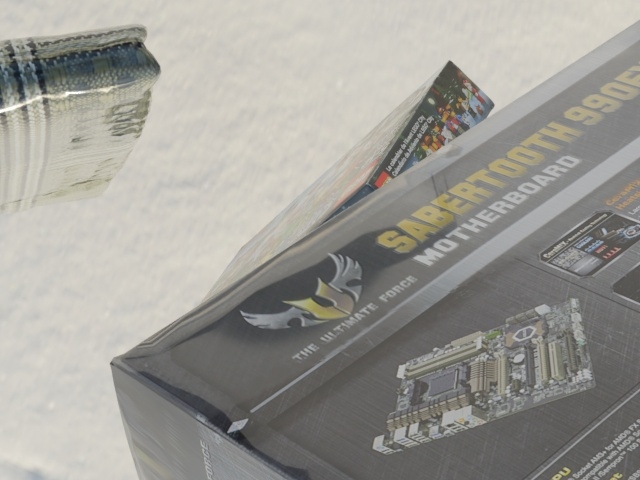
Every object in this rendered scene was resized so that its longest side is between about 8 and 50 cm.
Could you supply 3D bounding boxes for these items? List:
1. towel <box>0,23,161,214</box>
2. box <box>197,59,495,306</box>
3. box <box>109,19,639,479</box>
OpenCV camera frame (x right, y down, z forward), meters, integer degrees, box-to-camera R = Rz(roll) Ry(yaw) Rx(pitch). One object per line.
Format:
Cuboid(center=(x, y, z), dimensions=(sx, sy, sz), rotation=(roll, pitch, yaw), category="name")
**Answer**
Cuboid(center=(-0.238, -0.036, 0.768), dimensions=(0.312, 0.324, 0.056), rotation=(-12, 86, -12), category="towel")
Cuboid(center=(0.000, 0.000, 1.074), dimensions=(0.044, 0.159, 0.233), rotation=(43, 128, -7), category="box")
Cuboid(center=(0.094, 0.025, 0.408), dimensions=(0.183, 0.231, 0.056), rotation=(25, 138, 43), category="box")
